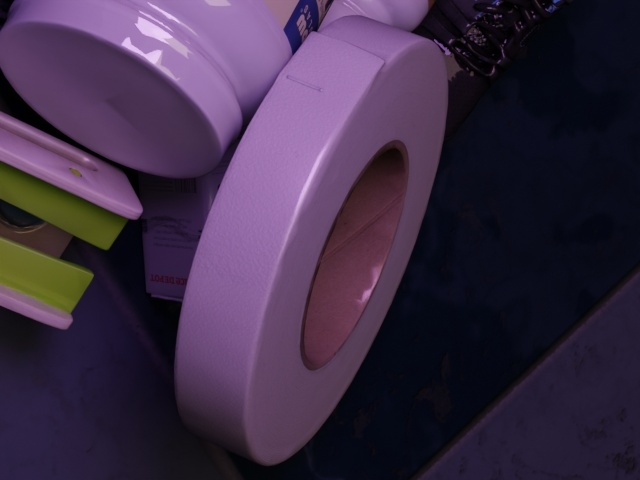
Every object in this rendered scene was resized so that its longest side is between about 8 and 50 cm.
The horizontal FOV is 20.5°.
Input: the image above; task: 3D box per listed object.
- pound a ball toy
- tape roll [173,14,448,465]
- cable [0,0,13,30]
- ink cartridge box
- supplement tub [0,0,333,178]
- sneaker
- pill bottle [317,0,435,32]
[{"bbox_3d":[-0.336,-0.027,1.411,0.319,0.136,0.208,25,105,-31],"label":"pound a ball toy"},{"bbox_3d":[0.000,0.000,1.495,0.392,0.072,0.392,-57,161,-33],"label":"tape roll"},{"bbox_3d":[-0.252,-0.261,1.483,0.150,0.047,0.184,-34,115,-35],"label":"cable"},{"bbox_3d":[-0.105,-0.025,1.549,0.063,0.109,0.150,-9,99,-37],"label":"ink cartridge box"},{"bbox_3d":[-0.099,-0.237,1.437,0.235,0.235,0.325,40,63,-28],"label":"supplement tub"},{"bbox_3d":[0.160,-0.230,1.686,0.125,0.140,0.341,37,75,-31],"label":"sneaker"},{"bbox_3d":[0.054,-0.260,1.622,0.131,0.131,0.229,42,72,-28],"label":"pill bottle"}]
